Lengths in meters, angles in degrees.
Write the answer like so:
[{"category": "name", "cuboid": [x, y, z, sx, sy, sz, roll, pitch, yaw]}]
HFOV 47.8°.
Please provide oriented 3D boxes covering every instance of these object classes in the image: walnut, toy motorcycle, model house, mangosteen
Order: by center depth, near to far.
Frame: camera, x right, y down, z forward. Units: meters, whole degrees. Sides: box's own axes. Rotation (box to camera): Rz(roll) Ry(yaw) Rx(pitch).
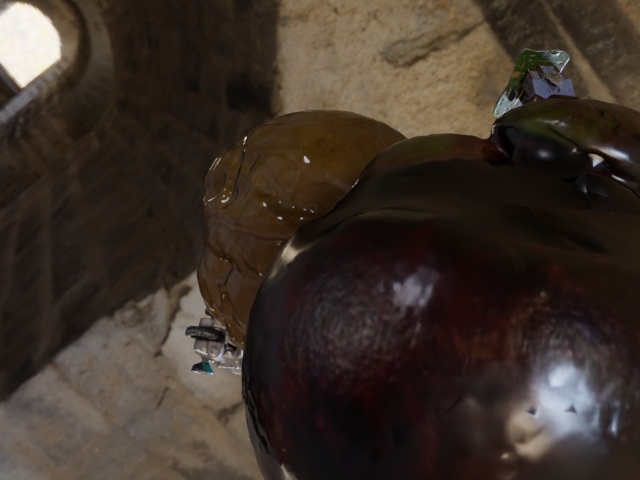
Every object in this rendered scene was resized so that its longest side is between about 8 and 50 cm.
[{"category": "mangosteen", "cuboid": [0.153, 0.096, 0.572, 0.381, 0.421, 0.381, 33, -35, 27]}, {"category": "walnut", "cuboid": [0.000, 0.000, 0.992, 0.397, 0.307, 0.354, 14, -75, 59]}, {"category": "toy motorcycle", "cuboid": [-0.120, 0.186, 1.239, 0.170, 0.110, 0.260, 4, -19, 16]}, {"category": "model house", "cuboid": [0.418, -0.271, 1.382, 0.167, 0.117, 0.088, 108, -25, -47]}]
